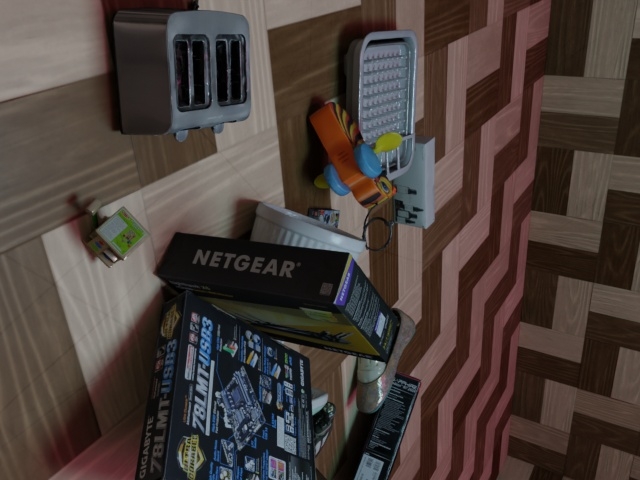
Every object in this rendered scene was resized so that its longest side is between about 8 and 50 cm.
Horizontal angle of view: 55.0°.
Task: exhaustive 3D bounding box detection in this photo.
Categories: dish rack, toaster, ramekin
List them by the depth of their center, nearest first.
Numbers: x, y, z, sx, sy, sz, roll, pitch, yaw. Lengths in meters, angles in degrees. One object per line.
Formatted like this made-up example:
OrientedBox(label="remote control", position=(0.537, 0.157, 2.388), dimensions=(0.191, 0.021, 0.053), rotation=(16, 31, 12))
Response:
OrientedBox(label="toaster", position=(-0.185, -0.235, 0.835), dimensions=(0.168, 0.110, 0.185), rotation=(-26, 123, -54))
OrientedBox(label="ramekin", position=(-0.032, 0.016, 1.105), dimensions=(0.207, 0.207, 0.109), rotation=(14, 98, -60))
OrientedBox(label="dish rack", position=(0.129, -0.297, 1.381), dimensions=(0.285, 0.072, 0.332), rotation=(-28, 125, -52))

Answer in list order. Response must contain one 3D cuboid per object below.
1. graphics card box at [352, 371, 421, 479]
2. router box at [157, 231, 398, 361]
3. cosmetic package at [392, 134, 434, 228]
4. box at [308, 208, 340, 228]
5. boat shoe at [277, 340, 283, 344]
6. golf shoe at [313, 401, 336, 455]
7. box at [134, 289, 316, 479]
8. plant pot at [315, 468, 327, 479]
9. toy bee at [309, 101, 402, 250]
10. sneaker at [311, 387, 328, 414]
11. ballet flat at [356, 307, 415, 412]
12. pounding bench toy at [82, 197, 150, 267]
OrientedBox(label="graphics card box", position=(0.176, 0.561, 1.708), dimensions=(0.233, 0.094, 0.370), rotation=(76, 34, -69))
OrientedBox(label="router box", position=(-0.060, 0.091, 0.970), dimensions=(0.243, 0.309, 0.081), rotation=(52, 51, -52))
OrientedBox(label="cosmetic package", position=(0.242, -0.153, 1.599), dimensions=(0.060, 0.099, 0.239), rotation=(-41, 134, -47))
OrientedBox(label="box", position=(0.000, 0.000, 1.319), dimensions=(0.094, 0.027, 0.137), rotation=(-3, 103, -61))
OrientedBox(label="boat shoe", position=(-0.111, 0.192, 1.169), dimensions=(0.227, 0.079, 0.081), rotation=(-67, 158, -8))
OrientedBox(label="golf shoe", position=(-0.048, 0.470, 1.348), dimensions=(0.273, 0.105, 0.120), rotation=(-41, 141, -45))
OrientedBox(label="box", position=(-0.128, 0.265, 0.941), dimensions=(0.293, 0.073, 0.295), rotation=(35, 36, -36))
OrientedBox(label="plant pot", position=(0.009, 0.651, 1.319), dimensions=(0.215, 0.230, 0.215), rotation=(-46, 158, -24))
OrientedBox(label="toy bee", position=(0.078, -0.125, 1.235), dimensions=(0.162, 0.195, 0.298), rotation=(-2, 87, -60))
OrientedBox(label="sneaker", position=(-0.082, 0.400, 1.264), dimensions=(0.256, 0.094, 0.151), rotation=(-14, 107, -47))
OrientedBox(label="ballet flat", position=(0.157, 0.308, 1.653), dimensions=(0.106, 0.108, 0.316), rotation=(55, 47, -28))
OrientedBox(label="pounding bench toy", position=(-0.282, -0.014, 0.811), dimensions=(0.083, 0.065, 0.052), rotation=(50, 53, -17))
